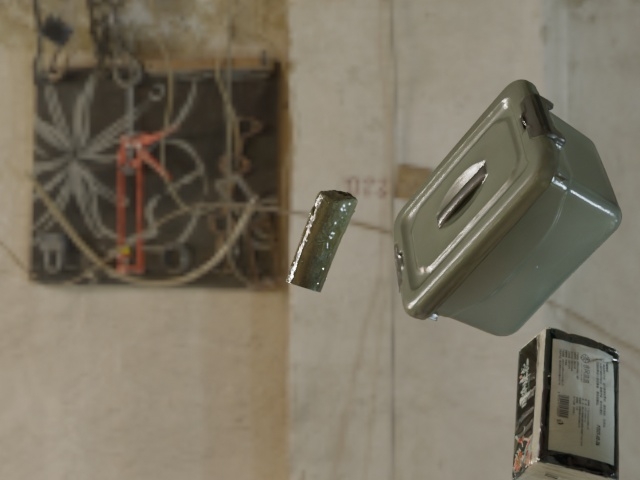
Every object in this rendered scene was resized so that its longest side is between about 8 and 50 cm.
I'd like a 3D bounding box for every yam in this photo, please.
[{"bbox_3d":[0.000,0.000,1.561,0.054,0.132,0.054,21,-171,-3],"label":"yam"}]

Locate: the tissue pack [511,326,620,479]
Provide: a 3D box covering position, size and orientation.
[{"bbox_3d":[0.275,0.193,1.415,0.103,0.170,0.090,15,148,-7],"label":"tissue pack"}]

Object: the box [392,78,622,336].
[{"bbox_3d":[0.138,-0.015,0.924,0.093,0.124,0.172,26,123,-22],"label":"box"}]
